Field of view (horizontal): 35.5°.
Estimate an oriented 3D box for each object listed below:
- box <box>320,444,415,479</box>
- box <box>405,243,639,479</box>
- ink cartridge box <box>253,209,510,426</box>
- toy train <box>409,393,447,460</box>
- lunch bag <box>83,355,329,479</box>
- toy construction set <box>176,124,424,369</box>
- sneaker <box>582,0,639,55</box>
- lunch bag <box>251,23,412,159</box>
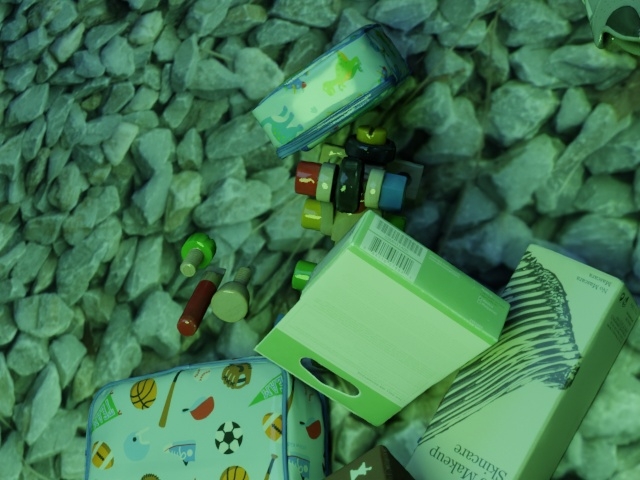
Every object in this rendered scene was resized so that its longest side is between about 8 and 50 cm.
[{"bbox_3d":[0.055,0.336,0.908,0.167,0.203,0.168,-34,24,13],"label":"box"},{"bbox_3d":[0.203,0.151,1.005,0.113,0.094,0.275,25,81,34],"label":"box"},{"bbox_3d":[0.055,0.089,1.020,0.235,0.171,0.056,-48,12,51],"label":"ink cartridge box"},{"bbox_3d":[0.142,0.179,1.065,0.027,0.036,0.158,27,83,37],"label":"toy train"},{"bbox_3d":[-0.139,0.268,1.146,0.304,0.115,0.243,-14,65,25],"label":"lunch bag"},{"bbox_3d":[0.000,0.000,1.147,0.309,0.257,0.237,-12,24,15],"label":"toy construction set"},{"bbox_3d":[0.403,-0.267,1.102,0.229,0.086,0.132,-17,64,35],"label":"sneaker"},{"bbox_3d":[0.013,-0.181,1.212,0.176,0.219,0.090,-31,98,16],"label":"lunch bag"}]
